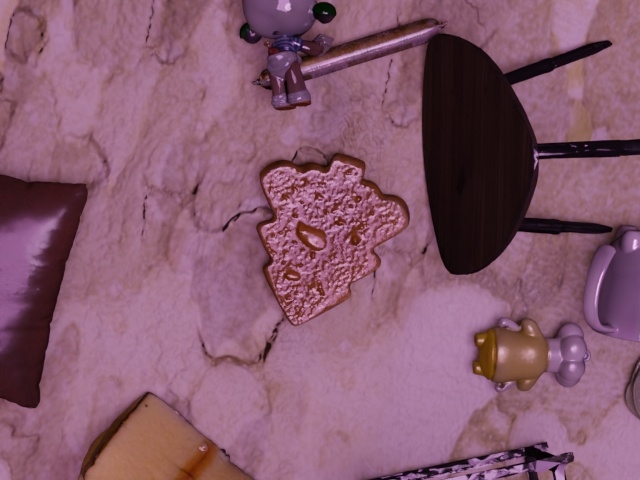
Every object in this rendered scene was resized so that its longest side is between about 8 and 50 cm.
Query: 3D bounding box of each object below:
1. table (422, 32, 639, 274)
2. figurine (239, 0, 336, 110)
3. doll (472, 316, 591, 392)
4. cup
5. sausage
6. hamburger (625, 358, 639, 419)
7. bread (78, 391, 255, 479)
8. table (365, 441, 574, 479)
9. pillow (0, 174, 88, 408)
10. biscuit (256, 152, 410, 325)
[{"bbox_3d":[0.304,-0.113,1.659,0.249,0.317,0.317,-6,100,-18],"label":"table"},{"bbox_3d":[-0.043,-0.266,1.673,0.147,0.093,0.197,-9,97,34],"label":"figurine"},{"bbox_3d":[0.289,0.156,1.798,0.162,0.062,0.106,2,104,-5],"label":"doll"},{"bbox_3d":[0.415,0.054,1.752,0.173,0.134,0.142,3,98,-10],"label":"cup"},{"bbox_3d":[0.039,-0.243,1.723,0.269,0.033,0.033,-17,101,-1],"label":"sausage"},{"bbox_3d":[0.468,0.207,1.827,0.084,0.054,0.121,-2,107,-6],"label":"hamburger"},{"bbox_3d":[-0.190,0.334,1.731,0.240,0.178,0.135,43,95,-8],"label":"bread"},{"bbox_3d":[0.219,0.461,1.724,0.272,0.222,0.335,-12,85,-2],"label":"table"},{"bbox_3d":[-0.480,0.040,1.691,0.307,0.108,0.305,13,97,-6],"label":"pillow"},{"bbox_3d":[0.000,0.000,1.759,0.212,0.041,0.239,18,98,-13],"label":"biscuit"}]
